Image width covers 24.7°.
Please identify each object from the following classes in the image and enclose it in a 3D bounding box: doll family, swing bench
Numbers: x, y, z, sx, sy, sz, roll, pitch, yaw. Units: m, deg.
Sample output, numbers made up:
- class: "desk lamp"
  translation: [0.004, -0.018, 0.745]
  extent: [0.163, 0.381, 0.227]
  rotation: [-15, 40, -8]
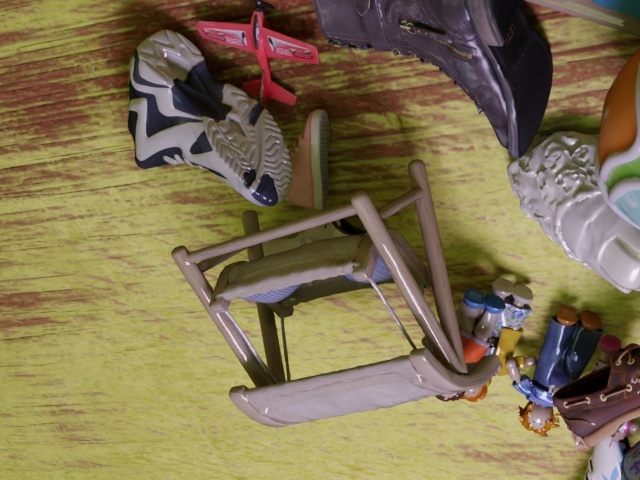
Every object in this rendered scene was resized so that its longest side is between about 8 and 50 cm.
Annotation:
- class: "doll family"
  translation: [0.242, 0.144, 1.675]
  extent: [0.263, 0.118, 0.163]
  rotation: [20, 116, 1]
- class: "swing bench"
  translation: [0.018, 0.077, 1.578]
  extent: [0.253, 0.165, 0.254]
  rotation: [-16, 98, 32]

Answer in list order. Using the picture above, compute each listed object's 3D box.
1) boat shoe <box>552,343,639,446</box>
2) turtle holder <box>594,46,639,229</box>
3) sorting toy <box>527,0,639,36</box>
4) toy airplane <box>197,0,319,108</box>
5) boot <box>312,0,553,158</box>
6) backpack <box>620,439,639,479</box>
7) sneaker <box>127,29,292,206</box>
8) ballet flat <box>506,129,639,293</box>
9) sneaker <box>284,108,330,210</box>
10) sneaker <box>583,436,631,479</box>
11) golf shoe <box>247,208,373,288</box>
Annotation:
- class: "boat shoe"
  translation: [0.326, 0.148, 1.535]
  extent: [0.073, 0.073, 0.207]
  rotation: [52, 130, 2]
- class: "turtle holder"
  translation: [0.404, -0.088, 1.354]
  extent: [0.320, 0.243, 0.227]
  rotation: [3, 161, -32]
- class: "sorting toy"
  translation: [0.274, -0.329, 1.326]
  extent: [0.229, 0.041, 0.307]
  rotation: [21, 132, 9]
- class: "toy airplane"
  translation: [-0.061, -0.199, 1.595]
  extent: [0.151, 0.028, 0.151]
  rotation: [17, 132, 20]
- class: "boot"
  translation: [0.106, -0.204, 1.485]
  extent: [0.229, 0.091, 0.263]
  rotation: [11, 141, 32]
- class: "backpack"
  translation: [0.406, 0.246, 1.609]
  extent: [0.173, 0.158, 0.117]
  rotation: [-22, 107, 12]
- class: "sneaker"
  translation: [-0.136, -0.108, 1.645]
  extent: [0.235, 0.094, 0.153]
  rotation: [42, 146, 3]
- class: "ballet flat"
  translation: [0.373, 0.019, 1.491]
  extent: [0.409, 0.147, 0.147]
  rotation: [27, 132, 5]
- class: "sneaker"
  translation: [-0.027, -0.092, 1.646]
  extent: [0.070, 0.051, 0.134]
  rotation: [11, 133, 11]
- class: "sneaker"
  translation: [0.337, 0.312, 1.762]
  extent: [0.086, 0.085, 0.237]
  rotation: [-2, 127, 4]
- class: "golf shoe"
  translation: [0.000, 0.000, 1.712]
  extent: [0.176, 0.069, 0.086]
  rotation: [7, 108, 17]
